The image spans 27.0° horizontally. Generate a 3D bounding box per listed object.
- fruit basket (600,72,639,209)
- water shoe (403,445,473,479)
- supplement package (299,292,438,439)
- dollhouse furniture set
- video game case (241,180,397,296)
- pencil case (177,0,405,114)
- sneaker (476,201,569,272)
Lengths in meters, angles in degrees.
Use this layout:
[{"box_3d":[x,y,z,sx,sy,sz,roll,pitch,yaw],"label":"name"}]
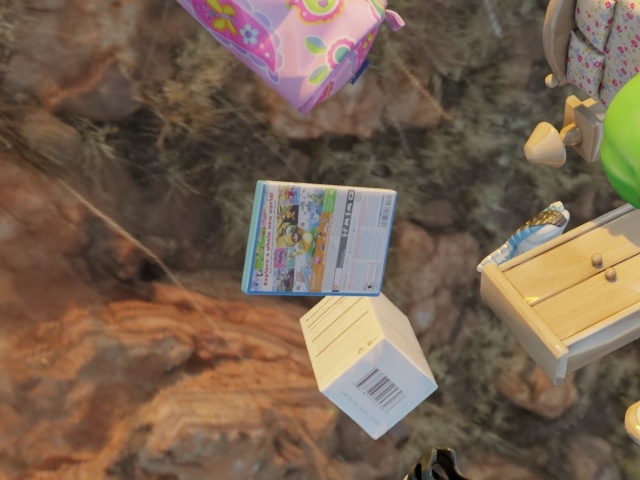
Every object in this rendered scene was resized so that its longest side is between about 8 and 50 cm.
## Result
[{"box_3d":[0.314,-0.045,0.657,0.392,0.392,0.283,-46,155,-15],"label":"fruit basket"},{"box_3d":[0.157,0.289,1.357,0.073,0.203,0.080,4,118,-45],"label":"water shoe"},{"box_3d":[0.056,0.137,1.634,0.105,0.179,0.105,-42,114,11],"label":"supplement package"},{"box_3d":[0.241,-0.051,1.030,0.173,0.303,0.355,-25,142,-17],"label":"dollhouse furniture set"},{"box_3d":[0.000,0.000,1.409,0.166,0.015,0.119,3,103,-31],"label":"video game case"},{"box_3d":[-0.071,-0.230,1.073,0.284,0.124,0.124,42,77,-3],"label":"pencil case"},{"box_3d":[0.252,0.021,1.537,0.071,0.191,0.083,-32,79,-21],"label":"sneaker"}]
